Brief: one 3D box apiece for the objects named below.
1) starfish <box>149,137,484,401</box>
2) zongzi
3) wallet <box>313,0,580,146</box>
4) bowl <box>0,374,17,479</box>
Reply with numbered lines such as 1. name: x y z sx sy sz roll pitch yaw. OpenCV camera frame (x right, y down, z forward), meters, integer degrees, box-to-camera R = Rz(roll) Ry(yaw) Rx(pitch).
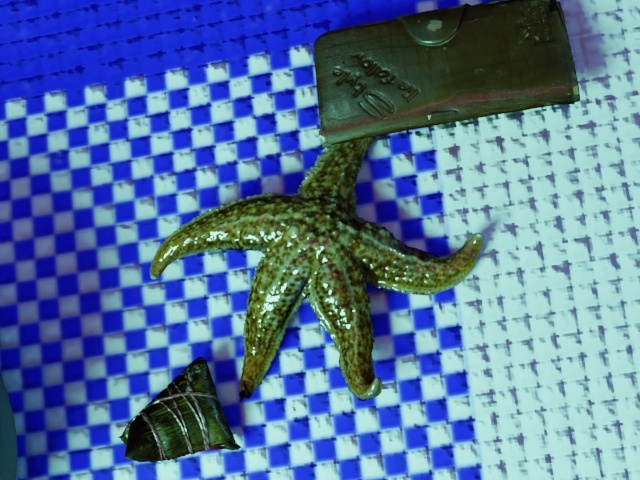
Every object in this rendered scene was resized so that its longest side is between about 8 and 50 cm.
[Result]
1. starfish: -0.001 -0.001 0.941 0.213 0.057 0.238 16 81 7
2. zongzi: -0.109 0.125 0.938 0.083 0.073 0.067 -24 93 -29
3. wallet: 0.082 -0.119 0.954 0.176 0.026 0.095 -9 60 7
4. bowl: -0.316 0.152 0.921 0.289 0.146 0.289 -3 75 12
